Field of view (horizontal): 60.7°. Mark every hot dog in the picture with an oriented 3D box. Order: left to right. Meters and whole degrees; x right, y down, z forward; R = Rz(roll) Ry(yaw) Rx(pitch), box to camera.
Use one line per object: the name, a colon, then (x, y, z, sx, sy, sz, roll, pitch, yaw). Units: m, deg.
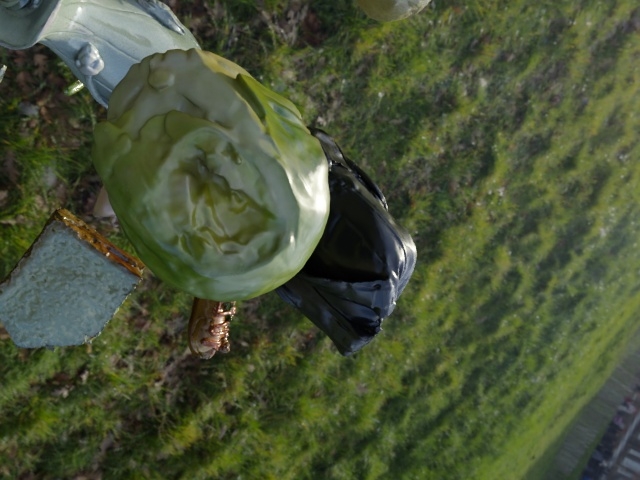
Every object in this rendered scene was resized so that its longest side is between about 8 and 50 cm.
hot dog: (-0.245, 0.119, 1.348, 0.158, 0.116, 0.349, 113, -14, -62)

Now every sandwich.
sandwich: (-0.630, 0.122, 1.349, 0.325, 0.262, 0.131, -52, -160, -1)

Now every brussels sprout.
brussels sprout: (-0.130, -0.086, 0.738, 0.344, 0.268, 0.345, -19, 90, -76)

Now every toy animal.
toy animal: (-0.657, -0.115, 1.859, 0.197, 0.171, 0.172, 21, 92, -22)

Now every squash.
squash: (-0.569, -0.359, 1.268, 0.083, 0.027, 0.028, -70, 165, -47)

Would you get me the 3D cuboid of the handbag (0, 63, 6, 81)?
handbag: (-0.875, -0.326, 1.234, 0.253, 0.315, 0.109, -62, 158, -16)

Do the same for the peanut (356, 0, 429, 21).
peanut: (0.182, -0.468, 0.825, 0.174, 0.339, 0.159, -22, 92, -60)

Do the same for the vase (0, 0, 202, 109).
vase: (-0.404, -0.377, 1.044, 0.250, 0.249, 0.445, -69, 160, 2)

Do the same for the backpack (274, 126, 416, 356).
backpack: (0.000, 0.000, 1.085, 0.254, 0.445, 0.364, -17, 139, -37)
